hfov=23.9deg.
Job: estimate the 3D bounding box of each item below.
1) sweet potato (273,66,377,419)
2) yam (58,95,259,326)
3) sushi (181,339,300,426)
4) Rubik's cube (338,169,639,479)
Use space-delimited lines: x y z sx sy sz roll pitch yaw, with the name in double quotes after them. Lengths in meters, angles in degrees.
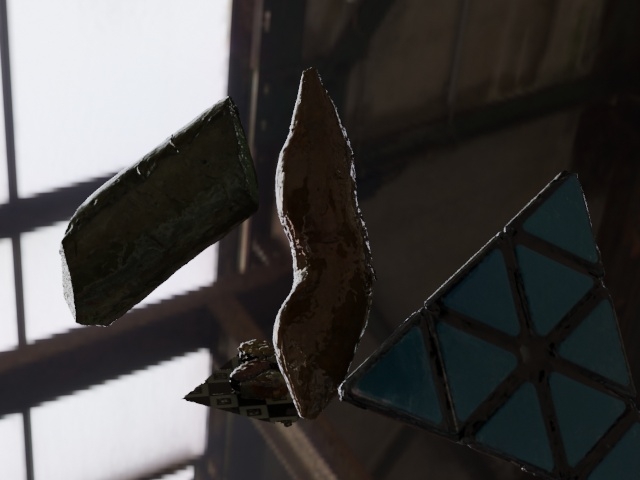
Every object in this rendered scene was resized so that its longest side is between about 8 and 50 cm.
0.003 0.001 0.924 0.065 0.051 0.218 11 -107 -39 "sweet potato"
-0.092 -0.016 0.861 0.146 0.070 0.070 -36 -135 9 "yam"
-0.053 0.128 1.445 0.120 0.026 0.126 11 -154 25 "sushi"
0.099 0.040 0.903 0.211 0.178 0.190 26 172 -23 "Rubik's cube"
